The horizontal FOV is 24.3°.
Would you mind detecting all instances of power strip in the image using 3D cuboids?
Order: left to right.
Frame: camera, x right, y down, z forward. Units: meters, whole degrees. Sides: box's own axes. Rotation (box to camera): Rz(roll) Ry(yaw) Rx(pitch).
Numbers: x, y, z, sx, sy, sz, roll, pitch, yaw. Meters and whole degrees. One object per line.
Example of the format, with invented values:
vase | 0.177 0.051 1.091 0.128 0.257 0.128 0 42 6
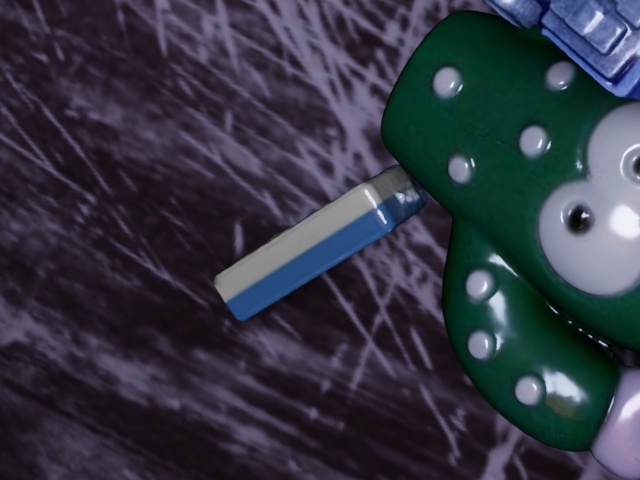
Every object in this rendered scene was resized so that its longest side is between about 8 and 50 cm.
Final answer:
power strip | 0.000 0.000 0.828 0.123 0.056 0.032 -31 92 31

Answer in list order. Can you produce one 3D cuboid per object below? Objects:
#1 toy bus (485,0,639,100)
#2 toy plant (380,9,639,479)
toy bus | 0.087 -0.152 0.666 0.079 0.094 0.236 -51 57 16
toy plant | 0.146 -0.024 0.711 0.232 0.112 0.243 -36 74 24
